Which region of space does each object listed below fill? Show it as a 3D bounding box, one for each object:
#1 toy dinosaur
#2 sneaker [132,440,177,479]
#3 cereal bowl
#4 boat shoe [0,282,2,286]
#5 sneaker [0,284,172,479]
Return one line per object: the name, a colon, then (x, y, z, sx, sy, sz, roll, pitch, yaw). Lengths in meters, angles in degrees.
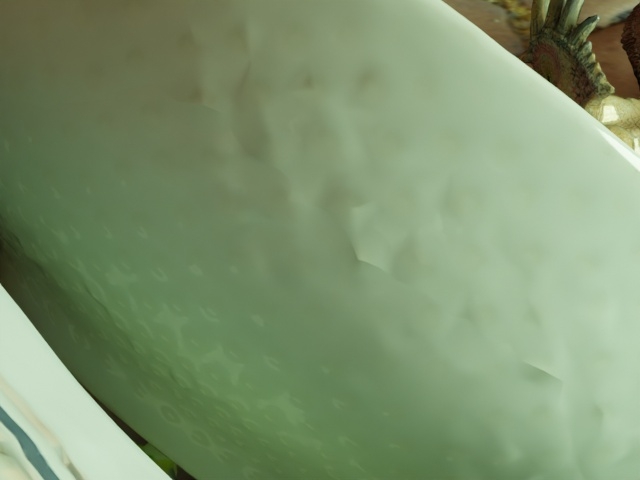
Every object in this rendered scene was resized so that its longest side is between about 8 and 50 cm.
toy dinosaur: (0.198, -0.097, 0.817, 0.200, 0.127, 0.296, 8, 24, 21)
sneaker: (-0.128, 0.083, 0.474, 0.147, 0.145, 0.384, -3, 41, -25)
cereal bowl: (0.000, 0.000, 0.511, 0.339, 0.141, 0.339, 39, 3, -3)
boat shoe: (-0.176, 0.020, 0.655, 0.100, 0.035, 0.035, 16, 29, 7)
sneaker: (-0.101, 0.053, 0.321, 0.258, 0.094, 0.091, 35, 36, 25)
